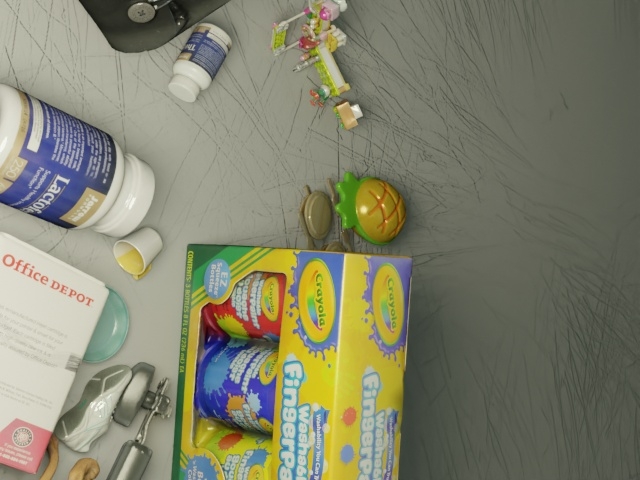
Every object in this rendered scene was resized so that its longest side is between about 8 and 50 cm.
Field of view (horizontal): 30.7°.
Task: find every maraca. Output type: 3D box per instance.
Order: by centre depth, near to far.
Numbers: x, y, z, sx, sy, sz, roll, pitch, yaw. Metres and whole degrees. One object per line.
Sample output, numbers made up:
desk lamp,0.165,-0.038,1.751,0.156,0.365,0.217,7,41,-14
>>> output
maraca,0.089,-0.059,2.140,0.185,0.099,0.127,18,66,-46

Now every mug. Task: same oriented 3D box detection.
mug,-0.282,0.015,1.815,0.062,0.078,0.064,44,46,0

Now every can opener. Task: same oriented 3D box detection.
can opener,-0.304,0.330,1.802,0.093,0.074,0.280,22,71,-8

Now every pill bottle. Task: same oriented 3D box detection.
pill bottle,-0.372,-0.103,1.639,0.264,0.153,0.153,25,74,-42
pill bottle,-0.196,-0.284,1.869,0.067,0.067,0.120,44,62,-37

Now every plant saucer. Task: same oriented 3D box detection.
plant saucer,-0.346,0.125,1.770,0.119,0.021,0.119,-3,94,-44

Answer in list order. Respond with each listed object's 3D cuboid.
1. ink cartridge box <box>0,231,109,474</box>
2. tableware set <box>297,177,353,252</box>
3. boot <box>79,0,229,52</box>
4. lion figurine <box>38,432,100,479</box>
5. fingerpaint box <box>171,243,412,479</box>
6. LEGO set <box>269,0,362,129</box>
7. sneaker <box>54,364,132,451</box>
ink cartridge box,-0.444,0.152,1.604,0.207,0.117,0.283,33,70,-41
tableware set,0.000,0.000,2.102,0.128,0.039,0.194,-50,131,-45
boot,-0.373,-0.407,1.602,0.445,0.367,0.146,44,34,-62
lion figurine,-0.389,0.480,1.604,0.240,0.142,0.392,-25,105,-74
fingerpaint box,-0.056,0.233,1.822,0.163,0.371,0.445,5,89,-45
LEGO set,-0.014,-0.311,2.028,0.107,0.132,0.287,-31,138,-22
sneaker,-0.338,0.254,1.770,0.152,0.053,0.061,-51,134,-24
